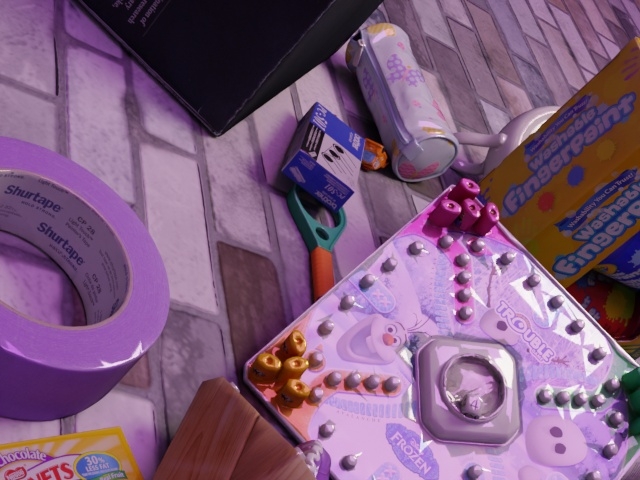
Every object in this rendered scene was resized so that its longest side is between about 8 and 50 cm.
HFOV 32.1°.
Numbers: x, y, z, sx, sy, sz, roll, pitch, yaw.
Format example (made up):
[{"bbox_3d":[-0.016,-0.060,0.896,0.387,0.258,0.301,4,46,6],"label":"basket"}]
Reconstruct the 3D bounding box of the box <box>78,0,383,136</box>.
[{"bbox_3d":[-0.139,-0.468,1.613,0.472,0.297,0.480,45,32,-2],"label":"box"}]

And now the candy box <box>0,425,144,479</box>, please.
[{"bbox_3d":[-0.238,0.220,0.953,0.205,0.027,0.105,0,51,-49],"label":"candy box"}]

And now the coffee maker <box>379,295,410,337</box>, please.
[{"bbox_3d":[0.128,0.158,1.354,0.178,0.120,0.171,44,32,-1],"label":"coffee maker"}]

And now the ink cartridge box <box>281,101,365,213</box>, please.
[{"bbox_3d":[0.007,-0.121,1.579,0.097,0.046,0.207,38,23,-10],"label":"ink cartridge box"}]

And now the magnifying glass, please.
[{"bbox_3d":[0.000,0.000,1.480,0.092,0.026,0.231,27,36,-26],"label":"magnifying glass"}]

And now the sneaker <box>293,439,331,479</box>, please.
[{"bbox_3d":[-0.025,0.298,1.056,0.104,0.095,0.236,41,36,-19],"label":"sneaker"}]

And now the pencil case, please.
[{"bbox_3d":[0.128,-0.225,1.794,0.124,0.113,0.273,49,17,-57],"label":"pencil case"}]

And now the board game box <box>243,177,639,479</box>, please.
[{"bbox_3d":[0.176,0.167,1.275,0.390,0.050,0.390,47,62,7],"label":"board game box"}]

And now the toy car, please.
[{"bbox_3d":[0.047,-0.145,1.708,0.122,0.060,0.041,31,75,9],"label":"toy car"}]

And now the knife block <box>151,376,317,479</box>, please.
[{"bbox_3d":[-0.118,0.261,0.976,0.088,0.242,0.275,61,-14,-26],"label":"knife block"}]

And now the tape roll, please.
[{"bbox_3d":[-0.283,0.031,1.061,0.274,0.090,0.275,30,34,-22],"label":"tape roll"}]

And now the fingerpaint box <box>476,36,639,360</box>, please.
[{"bbox_3d":[0.422,-0.016,1.581,0.371,0.445,0.163,23,39,-32],"label":"fingerpaint box"}]

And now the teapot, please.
[{"bbox_3d":[0.363,-0.093,1.863,0.252,0.187,0.256,-19,83,-27],"label":"teapot"}]

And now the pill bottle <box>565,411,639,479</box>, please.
[{"bbox_3d":[0.348,0.250,1.460,0.283,0.160,0.160,5,49,-45],"label":"pill bottle"}]
